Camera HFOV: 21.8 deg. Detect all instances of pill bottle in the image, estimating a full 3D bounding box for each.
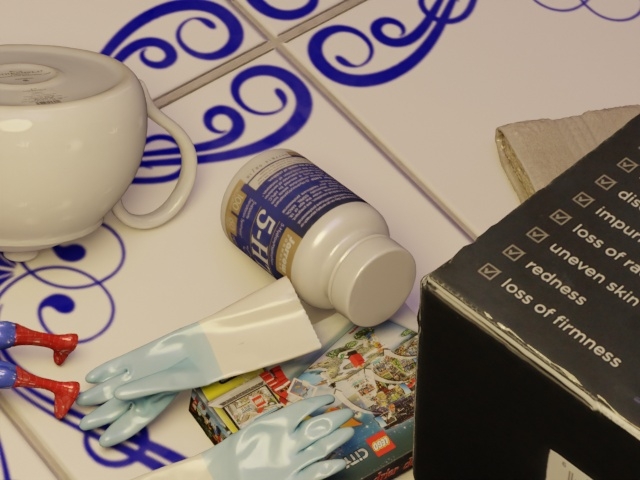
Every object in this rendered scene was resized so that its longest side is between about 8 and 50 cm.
[{"bbox_3d":[0.000,0.000,1.575,0.112,0.112,0.187,-27,44,-27],"label":"pill bottle"}]

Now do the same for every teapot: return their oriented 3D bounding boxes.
[{"bbox_3d":[-0.277,-0.070,1.566,0.256,0.187,0.252,8,23,15],"label":"teapot"}]

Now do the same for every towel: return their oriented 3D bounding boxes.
[{"bbox_3d":[0.315,-0.022,1.729,0.187,0.049,0.282,-9,56,-20],"label":"towel"}]

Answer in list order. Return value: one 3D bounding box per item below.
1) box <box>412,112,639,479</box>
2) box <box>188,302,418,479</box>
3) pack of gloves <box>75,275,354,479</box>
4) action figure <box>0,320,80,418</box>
[{"bbox_3d":[0.406,0.121,1.380,0.472,0.297,0.480,-36,56,-28],"label":"box"},{"bbox_3d":[0.018,0.155,1.537,0.233,0.044,0.159,-26,62,-27],"label":"box"},{"bbox_3d":[-0.097,0.152,1.464,0.232,0.046,0.195,-26,63,-4],"label":"pack of gloves"},{"bbox_3d":[-0.370,0.116,1.472,0.280,0.139,0.091,16,46,-28],"label":"action figure"}]
